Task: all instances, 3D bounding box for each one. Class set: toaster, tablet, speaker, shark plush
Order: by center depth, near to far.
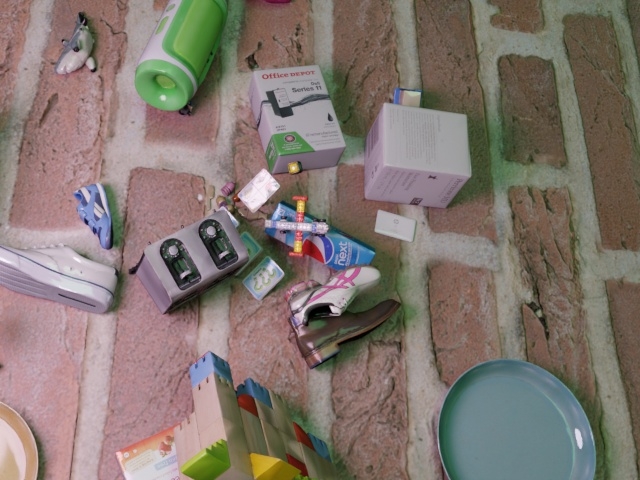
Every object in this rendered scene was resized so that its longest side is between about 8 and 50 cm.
[{"bbox_3d":[-0.237,0.042,1.378,0.168,0.186,0.110,-28,86,-25],"label":"toaster"},{"bbox_3d":[-0.280,-0.406,1.572,0.131,0.131,0.296,18,54,-6],"label":"speaker"},{"bbox_3d":[-0.509,-0.413,1.578,0.067,0.073,0.161,-10,71,14],"label":"shark plush"},{"bbox_3d":[0.155,-0.031,1.596,0.083,0.006,0.054,16,63,-7],"label":"tablet"}]

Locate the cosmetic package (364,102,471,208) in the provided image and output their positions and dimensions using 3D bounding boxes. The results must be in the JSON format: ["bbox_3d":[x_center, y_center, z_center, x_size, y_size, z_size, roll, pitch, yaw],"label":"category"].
[{"bbox_3d":[0.197,-0.172,1.589,0.184,0.151,0.151,6,65,-10],"label":"cosmetic package"}]

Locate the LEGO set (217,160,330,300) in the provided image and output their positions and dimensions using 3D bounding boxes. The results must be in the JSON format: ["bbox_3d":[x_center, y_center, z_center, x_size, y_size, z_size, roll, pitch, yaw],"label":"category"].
[{"bbox_3d":[-0.098,-0.031,1.432,0.244,0.060,0.182,-44,81,13],"label":"LEGO set"}]

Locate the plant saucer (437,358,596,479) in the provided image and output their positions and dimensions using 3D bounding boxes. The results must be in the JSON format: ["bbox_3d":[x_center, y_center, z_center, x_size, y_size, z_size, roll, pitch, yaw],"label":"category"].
[{"bbox_3d":[0.363,0.382,1.443,0.318,0.043,0.317,5,65,-11],"label":"plant saucer"}]

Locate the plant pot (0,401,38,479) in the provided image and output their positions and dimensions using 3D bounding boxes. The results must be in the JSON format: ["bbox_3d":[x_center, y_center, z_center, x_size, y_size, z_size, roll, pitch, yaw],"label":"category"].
[{"bbox_3d":[-0.571,0.364,1.215,0.237,0.032,0.236,5,71,-14],"label":"plant pot"}]

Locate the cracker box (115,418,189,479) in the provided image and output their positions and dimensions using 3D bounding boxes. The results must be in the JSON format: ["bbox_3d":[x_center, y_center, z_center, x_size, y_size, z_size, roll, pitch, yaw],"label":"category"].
[{"bbox_3d":[-0.221,0.425,1.263,0.156,0.067,0.232,-22,74,-22],"label":"cracker box"}]

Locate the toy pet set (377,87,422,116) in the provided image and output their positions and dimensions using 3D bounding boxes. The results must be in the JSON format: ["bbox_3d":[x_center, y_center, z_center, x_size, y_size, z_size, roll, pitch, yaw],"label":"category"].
[{"bbox_3d":[0.180,-0.279,1.697,0.122,0.065,0.114,4,100,-9],"label":"toy pet set"}]

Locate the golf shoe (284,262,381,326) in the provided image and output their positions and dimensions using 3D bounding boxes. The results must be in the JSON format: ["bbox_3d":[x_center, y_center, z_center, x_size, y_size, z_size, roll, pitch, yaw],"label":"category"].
[{"bbox_3d":[0.033,0.103,1.411,0.186,0.067,0.086,-20,54,-13],"label":"golf shoe"}]

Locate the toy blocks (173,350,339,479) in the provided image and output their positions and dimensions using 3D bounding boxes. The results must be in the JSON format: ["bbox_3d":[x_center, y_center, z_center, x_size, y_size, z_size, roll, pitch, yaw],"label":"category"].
[{"bbox_3d":[-0.098,0.343,1.237,0.381,0.191,0.261,41,15,-34],"label":"toy blocks"}]

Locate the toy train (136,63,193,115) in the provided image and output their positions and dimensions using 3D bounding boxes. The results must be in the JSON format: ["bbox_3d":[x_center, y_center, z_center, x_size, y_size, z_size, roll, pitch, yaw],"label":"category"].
[{"bbox_3d":[-0.319,-0.316,1.596,0.158,0.027,0.036,45,53,8],"label":"toy train"}]

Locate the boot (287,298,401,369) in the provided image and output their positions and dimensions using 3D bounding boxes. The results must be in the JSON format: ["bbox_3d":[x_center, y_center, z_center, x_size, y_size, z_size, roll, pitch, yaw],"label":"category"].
[{"bbox_3d":[0.045,0.142,1.449,0.219,0.082,0.106,-30,79,-22],"label":"boot"}]

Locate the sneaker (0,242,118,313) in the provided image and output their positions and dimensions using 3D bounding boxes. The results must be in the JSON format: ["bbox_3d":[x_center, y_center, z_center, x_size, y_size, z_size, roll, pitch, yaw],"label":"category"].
[{"bbox_3d":[-0.486,0.048,1.360,0.258,0.094,0.091,24,51,-16],"label":"sneaker"}]

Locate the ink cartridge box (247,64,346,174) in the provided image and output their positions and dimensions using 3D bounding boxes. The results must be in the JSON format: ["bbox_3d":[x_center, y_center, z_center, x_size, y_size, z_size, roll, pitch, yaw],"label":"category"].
[{"bbox_3d":[-0.052,-0.255,1.599,0.153,0.087,0.208,-11,69,-19],"label":"ink cartridge box"}]

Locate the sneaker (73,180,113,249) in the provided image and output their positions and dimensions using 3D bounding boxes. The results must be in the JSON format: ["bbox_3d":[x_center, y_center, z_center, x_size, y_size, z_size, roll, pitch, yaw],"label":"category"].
[{"bbox_3d":[-0.421,-0.042,1.433,0.059,0.053,0.144,-12,61,-19],"label":"sneaker"}]

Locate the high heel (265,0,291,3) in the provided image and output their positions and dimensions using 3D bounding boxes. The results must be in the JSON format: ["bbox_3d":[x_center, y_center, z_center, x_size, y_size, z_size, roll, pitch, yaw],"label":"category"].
[{"bbox_3d":[-0.140,-0.648,1.775,0.117,0.082,0.244,10,47,-41],"label":"high heel"}]

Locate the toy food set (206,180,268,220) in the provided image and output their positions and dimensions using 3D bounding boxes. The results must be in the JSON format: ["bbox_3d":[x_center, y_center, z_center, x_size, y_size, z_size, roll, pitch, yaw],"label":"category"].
[{"bbox_3d":[-0.163,-0.082,1.532,0.122,0.019,0.077,7,65,-11],"label":"toy food set"}]

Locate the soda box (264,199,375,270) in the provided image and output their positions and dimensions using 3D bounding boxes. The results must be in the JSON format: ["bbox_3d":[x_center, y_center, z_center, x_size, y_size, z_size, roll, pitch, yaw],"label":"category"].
[{"bbox_3d":[0.000,0.000,1.494,0.210,0.071,0.067,27,98,-1],"label":"soda box"}]
